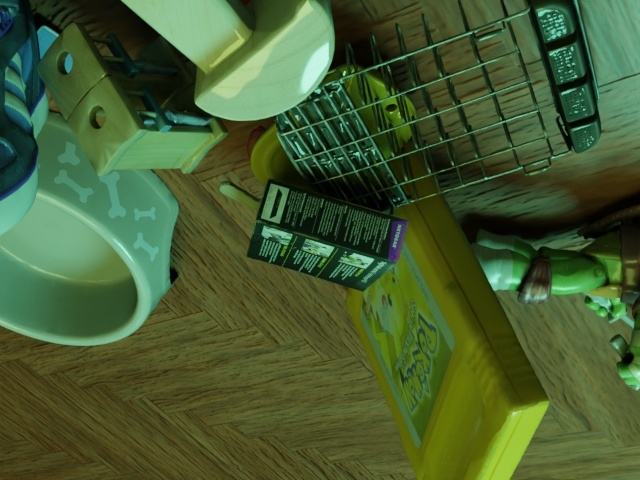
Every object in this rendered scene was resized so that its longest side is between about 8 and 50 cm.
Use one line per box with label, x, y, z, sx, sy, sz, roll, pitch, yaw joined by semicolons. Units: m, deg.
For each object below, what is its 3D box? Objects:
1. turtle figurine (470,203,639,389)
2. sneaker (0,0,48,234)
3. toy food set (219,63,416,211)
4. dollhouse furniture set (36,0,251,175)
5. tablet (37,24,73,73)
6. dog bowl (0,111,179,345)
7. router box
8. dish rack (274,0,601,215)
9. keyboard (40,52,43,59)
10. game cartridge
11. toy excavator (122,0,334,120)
turtle figurine;0.281;0.085;0.944;0.266;0.198;0.275;9;136;14
sneaker;-0.319;-0.161;0.772;0.130;0.323;0.236;-8;123;-1
toy food set;-0.005;-0.109;0.907;0.128;0.071;0.218;20;137;-37
dollhouse furniture set;-0.134;-0.166;0.829;0.183;0.129;0.129;-41;74;28
tablet;-0.266;-0.186;0.954;0.083;0.006;0.054;34;132;-29
dog bowl;-0.340;0.000;1.124;0.348;0.102;0.349;9;139;8
router box;0.000;0.000;0.892;0.133;0.046;0.179;17;167;-4
dish rack;0.103;-0.117;0.796;0.271;0.074;0.208;-18;141;15
keyboard;-0.410;-0.186;1.004;0.256;0.014;0.072;-8;134;26
game cartridge;0.109;0.107;0.944;0.052;0.324;0.285;-9;141;-14
toy excavator;-0.136;-0.314;0.563;0.432;0.222;0.445;15;133;-18
